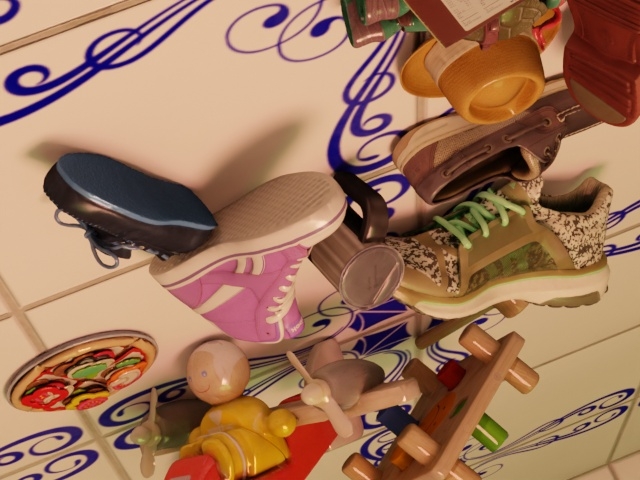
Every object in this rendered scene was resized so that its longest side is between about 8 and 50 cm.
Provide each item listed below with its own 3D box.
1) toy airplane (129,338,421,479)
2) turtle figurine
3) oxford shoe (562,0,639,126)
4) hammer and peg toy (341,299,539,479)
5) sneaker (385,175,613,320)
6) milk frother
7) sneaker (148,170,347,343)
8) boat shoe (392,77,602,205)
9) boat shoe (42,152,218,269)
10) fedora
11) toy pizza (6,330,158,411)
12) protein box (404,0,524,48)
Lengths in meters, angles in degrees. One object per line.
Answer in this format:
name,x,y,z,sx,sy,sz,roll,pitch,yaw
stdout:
toy airplane,-0.073,0.237,2.063,0.386,0.272,0.384,-32,-165,-2
turtle figurine,0.140,-0.233,1.394,0.234,0.118,0.175,-13,155,-10
oxford shoe,0.321,-0.263,1.536,0.130,0.123,0.348,-47,161,-22
hammer and peg toy,0.192,0.223,2.181,0.361,0.127,0.266,-55,-172,-31
sneaker,0.213,-0.017,1.947,0.410,0.158,0.182,-4,119,-34
milk frother,0.000,0.000,1.718,0.143,0.135,0.129,-18,125,-21
sneaker,-0.041,0.027,1.657,0.282,0.102,0.161,-22,120,46
boat shoe,0.225,-0.110,1.749,0.285,0.092,0.103,-17,156,-15
boat shoe,-0.194,-0.014,1.540,0.089,0.109,0.258,-43,150,14
fedora,0.175,-0.172,1.571,0.194,0.079,0.194,-20,163,-6
toy pizza,-0.298,0.176,1.945,0.201,0.032,0.201,-20,156,-9
protein box,0.079,-0.284,1.106,0.136,0.200,0.201,-29,156,13
